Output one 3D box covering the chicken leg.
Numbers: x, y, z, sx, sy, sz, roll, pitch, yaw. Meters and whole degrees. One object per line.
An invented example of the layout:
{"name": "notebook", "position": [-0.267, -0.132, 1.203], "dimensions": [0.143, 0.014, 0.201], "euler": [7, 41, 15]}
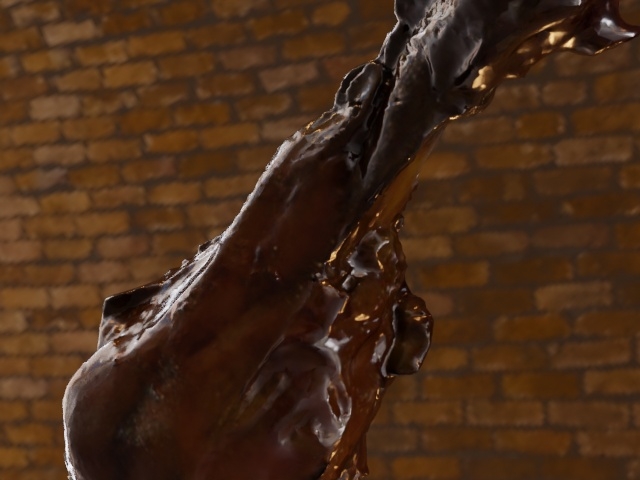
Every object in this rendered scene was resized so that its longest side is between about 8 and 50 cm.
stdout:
{"name": "chicken leg", "position": [0.000, 0.000, 0.562], "dimensions": [0.113, 0.093, 0.304], "euler": [33, -68, 9]}
